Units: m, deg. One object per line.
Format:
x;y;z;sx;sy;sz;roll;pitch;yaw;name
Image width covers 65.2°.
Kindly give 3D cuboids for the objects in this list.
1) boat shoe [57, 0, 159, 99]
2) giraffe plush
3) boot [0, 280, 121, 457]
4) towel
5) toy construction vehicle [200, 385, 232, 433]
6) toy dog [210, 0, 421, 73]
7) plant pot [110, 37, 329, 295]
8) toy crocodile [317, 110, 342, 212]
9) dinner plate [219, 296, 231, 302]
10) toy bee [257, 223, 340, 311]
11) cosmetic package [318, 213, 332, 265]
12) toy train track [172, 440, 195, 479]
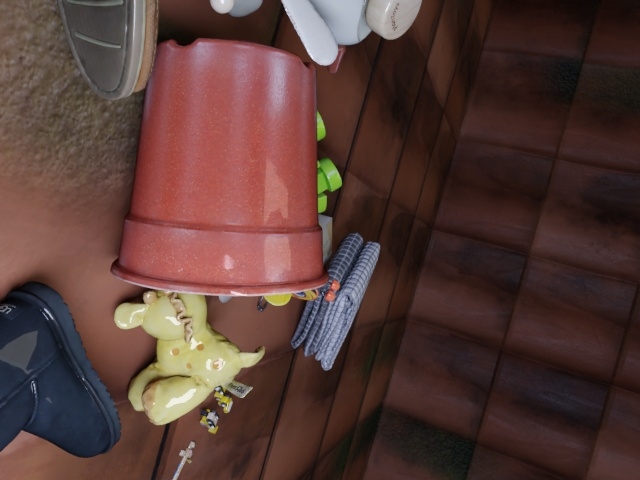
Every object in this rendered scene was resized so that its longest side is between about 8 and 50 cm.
-0.184;-0.295;0.479;0.104;0.110;0.307;-37;138;-56;boat shoe
-0.199;0.135;0.704;0.181;0.210;0.171;-42;113;-49;giraffe plush
-0.322;0.190;0.494;0.207;0.094;0.247;-51;143;-51;boot
0.038;0.148;1.273;0.235;0.121;0.284;-59;171;-52;towel
-0.205;0.319;0.970;0.098;0.035;0.086;83;20;-49;toy construction vehicle
-0.025;-0.296;0.643;0.333;0.220;0.161;-2;128;-34;toy dog
-0.114;-0.091;0.626;0.272;0.272;0.265;-12;108;-66;plant pot
-0.048;-0.160;0.928;0.115;0.105;0.340;-31;140;-8;toy crocodile
-0.147;0.044;0.890;0.141;0.017;0.141;14;90;-83;dinner plate
-0.040;0.045;0.951;0.298;0.162;0.195;70;38;-70;toy bee
0.000;0.000;1.231;0.060;0.041;0.115;-52;149;-46;cosmetic package
-0.254;0.418;0.933;0.083;0.014;0.048;-65;157;-22;toy train track
